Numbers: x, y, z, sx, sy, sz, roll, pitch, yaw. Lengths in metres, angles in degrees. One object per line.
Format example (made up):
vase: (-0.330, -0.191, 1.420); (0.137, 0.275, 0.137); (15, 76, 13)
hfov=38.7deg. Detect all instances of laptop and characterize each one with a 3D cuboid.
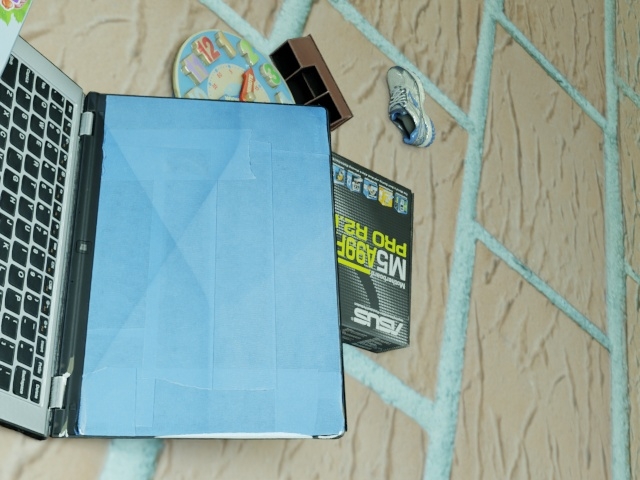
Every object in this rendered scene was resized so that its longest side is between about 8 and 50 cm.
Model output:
laptop: (-0.177, -0.041, 0.805); (0.408, 0.236, 0.382); (44, 37, -52)

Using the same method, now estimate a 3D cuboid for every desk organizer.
desk organizer: (-0.013, -0.211, 1.243); (0.050, 0.047, 0.130); (-24, 85, -48)

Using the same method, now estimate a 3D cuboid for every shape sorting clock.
shape sorting clock: (-0.097, -0.170, 1.134); (0.206, 0.040, 0.206); (24, 51, -35)

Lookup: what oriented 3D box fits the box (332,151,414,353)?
box: (0.000, 0.000, 1.097); (0.270, 0.060, 0.216); (23, 60, -36)

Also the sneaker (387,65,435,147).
sneaker: (0.129, -0.205, 1.387); (0.058, 0.052, 0.135); (-10, 75, -44)

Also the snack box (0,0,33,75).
snack box: (-0.341, -0.177, 0.690); (0.207, 0.070, 0.174); (27, 51, -24)
